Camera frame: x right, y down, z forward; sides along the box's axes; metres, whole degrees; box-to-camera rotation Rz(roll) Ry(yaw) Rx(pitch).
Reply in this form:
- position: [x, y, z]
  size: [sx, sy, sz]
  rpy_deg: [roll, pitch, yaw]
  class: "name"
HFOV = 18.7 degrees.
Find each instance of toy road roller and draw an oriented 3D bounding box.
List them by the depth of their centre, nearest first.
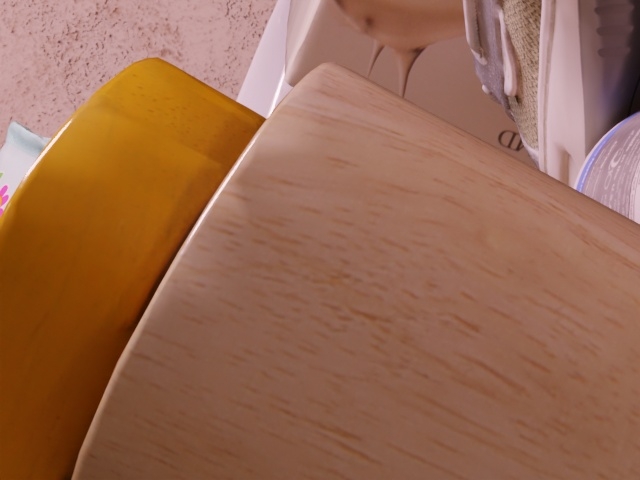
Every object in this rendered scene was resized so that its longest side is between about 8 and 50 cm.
- position: [0.016, 0.090, 0.526]
  size: [0.240, 0.202, 0.329]
  rpy_deg: [-53, -10, -54]
  class: "toy road roller"

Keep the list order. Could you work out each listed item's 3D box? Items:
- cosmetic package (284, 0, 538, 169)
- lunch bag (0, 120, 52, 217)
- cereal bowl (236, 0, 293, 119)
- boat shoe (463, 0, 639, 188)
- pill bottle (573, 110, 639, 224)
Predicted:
- position: [0.113, -0.184, 0.730]
  size: [0.113, 0.160, 0.309]
  rpy_deg: [-87, 18, -66]
  class: "cosmetic package"
- position: [-0.068, 0.083, 0.830]
  size: [0.262, 0.160, 0.223]
  rpy_deg: [22, 92, 57]
  class: "lunch bag"
- position: [0.000, 0.000, 1.142]
  size: [0.339, 0.141, 0.339]
  rpy_deg: [-160, 90, -82]
  class: "cereal bowl"
- position: [0.086, -0.130, 0.562]
  size: [0.118, 0.103, 0.320]
  rpy_deg: [-31, -36, -17]
  class: "boat shoe"
- position: [0.119, -0.006, 0.509]
  size: [0.137, 0.078, 0.078]
  rpy_deg: [166, 124, -81]
  class: "pill bottle"
